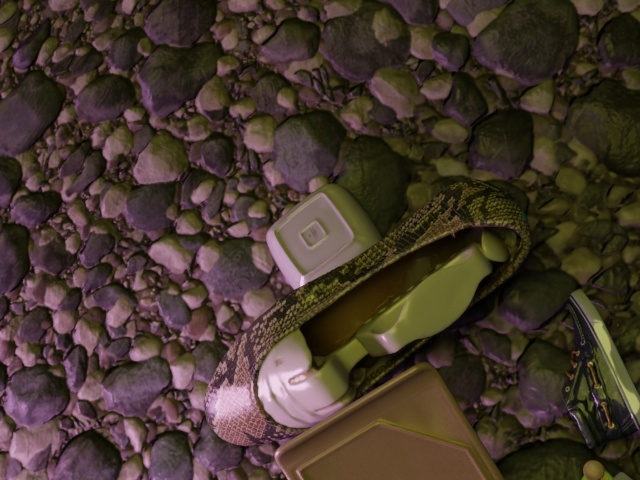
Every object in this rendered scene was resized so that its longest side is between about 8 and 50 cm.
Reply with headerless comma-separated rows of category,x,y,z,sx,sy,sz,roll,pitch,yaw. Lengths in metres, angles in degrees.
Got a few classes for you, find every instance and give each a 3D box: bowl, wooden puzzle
bowl,0.000,0.000,1.577,0.142,0.053,0.142,-37,62,6
wooden puzzle,0.096,0.291,1.380,0.221,0.044,0.239,-32,91,9

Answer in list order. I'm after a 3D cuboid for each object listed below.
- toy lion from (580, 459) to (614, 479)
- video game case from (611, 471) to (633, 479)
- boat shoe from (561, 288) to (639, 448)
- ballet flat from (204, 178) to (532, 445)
toy lion,0.306,0.315,1.339,0.100,0.034,0.096,-40,67,4
video game case,0.338,0.350,1.221,0.183,0.201,0.023,38,132,22
boat shoe,0.312,0.149,1.378,0.083,0.065,0.183,-26,63,10
ballet flat,0.055,0.105,1.430,0.482,0.164,0.182,-38,19,3
